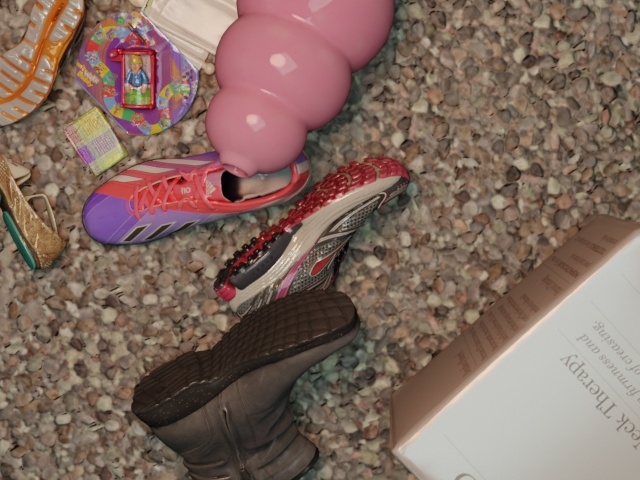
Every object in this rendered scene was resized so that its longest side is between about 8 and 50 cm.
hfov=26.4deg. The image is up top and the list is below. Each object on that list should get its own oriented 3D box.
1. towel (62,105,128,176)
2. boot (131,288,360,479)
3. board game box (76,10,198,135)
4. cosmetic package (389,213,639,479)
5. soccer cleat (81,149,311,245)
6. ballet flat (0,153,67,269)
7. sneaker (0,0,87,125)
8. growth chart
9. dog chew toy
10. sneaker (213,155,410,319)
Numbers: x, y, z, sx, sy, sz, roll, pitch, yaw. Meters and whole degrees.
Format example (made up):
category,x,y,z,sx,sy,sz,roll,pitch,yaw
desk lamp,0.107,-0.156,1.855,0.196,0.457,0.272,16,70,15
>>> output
category,x,y,z,sx,sy,sz,roll,pitch,yaw
towel,-0.307,-0.136,1.862,0.060,0.009,0.083,-34,93,2
boot,-0.058,0.213,1.797,0.338,0.118,0.222,-26,118,18
board game box,-0.252,-0.222,1.834,0.133,0.033,0.168,-43,93,10
cosmetic package,0.336,0.218,1.709,0.394,0.327,0.329,-43,92,4
soccer cleat,-0.169,-0.066,1.808,0.318,0.116,0.108,-13,93,2
ballet flat,-0.412,-0.058,1.849,0.067,0.073,0.206,-32,95,-25
sneaker,-0.373,-0.245,1.824,0.084,0.083,0.215,36,98,-1
growth chart,-0.148,-0.347,1.841,0.172,0.021,0.237,39,93,0
dog chew toy,-0.040,-0.232,1.726,0.207,0.206,0.331,25,74,0
sneaker,0.000,0.000,1.818,0.299,0.121,0.112,-39,106,10
